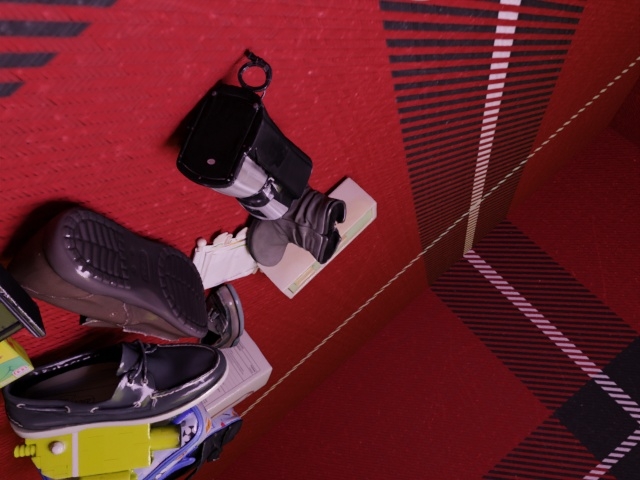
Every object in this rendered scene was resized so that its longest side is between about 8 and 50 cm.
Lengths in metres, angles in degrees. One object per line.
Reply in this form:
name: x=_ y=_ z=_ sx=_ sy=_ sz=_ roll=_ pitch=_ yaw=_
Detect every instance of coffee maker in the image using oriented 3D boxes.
coffee maker: x=-0.082 y=-0.124 z=0.653 sx=0.171 sy=0.120 sz=0.178 roll=-45 pitch=159 yaw=6

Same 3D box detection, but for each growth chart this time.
growth chart: x=-0.163 y=0.030 z=0.938 sx=0.237 sy=0.021 sz=0.171 roll=-15 pitch=146 yaw=-49

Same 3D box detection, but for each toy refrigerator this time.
toy refrigerator: x=0.000 y=0.000 z=1.026 sx=0.269 sy=0.094 sz=0.102 roll=-43 pitch=164 yaw=-7

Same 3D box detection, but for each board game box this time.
board game box: x=-0.463 y=0.149 z=0.622 sx=0.092 sy=0.043 sz=0.181 roll=-31 pitch=156 yaw=-26

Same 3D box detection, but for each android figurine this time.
android figurine: x=-0.386 y=0.317 z=0.832 sx=0.273 sy=0.248 sz=0.056 roll=-1 pitch=172 yaw=-12

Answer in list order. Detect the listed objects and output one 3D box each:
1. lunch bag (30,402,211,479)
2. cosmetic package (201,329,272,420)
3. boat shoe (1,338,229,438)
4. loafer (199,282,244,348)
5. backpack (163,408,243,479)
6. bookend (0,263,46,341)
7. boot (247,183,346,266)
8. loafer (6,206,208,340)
lunch bag: x=-0.373 y=0.372 z=0.919 sx=0.303 sy=0.243 sz=0.115 roll=-37 pitch=163 yaw=-13
cosmetic package: x=-0.287 y=0.360 z=1.176 sx=0.296 sy=0.153 sz=0.129 roll=-27 pitch=155 yaw=-31
boat shoe: x=-0.322 y=0.215 z=0.758 sx=0.341 sy=0.127 sz=0.113 roll=-7 pitch=131 yaw=-9
loafer: x=-0.222 y=0.185 z=1.039 sx=0.084 sy=0.096 sz=0.267 roll=-19 pitch=154 yaw=-23
backpack: x=-0.353 y=0.523 z=1.292 sx=0.263 sy=0.213 sz=0.277 roll=-42 pitch=167 yaw=25
bookend: x=-0.394 y=0.070 z=0.464 sx=0.157 sy=0.072 sz=0.156 roll=-33 pitch=128 yaw=-20
boot: x=-0.045 y=-0.005 z=0.847 sx=0.084 sy=0.161 sz=0.246 roll=-27 pitch=147 yaw=-37
loafer: x=-0.286 y=0.066 z=0.695 sx=0.130 sy=0.133 sz=0.366 roll=-17 pitch=151 yaw=10
